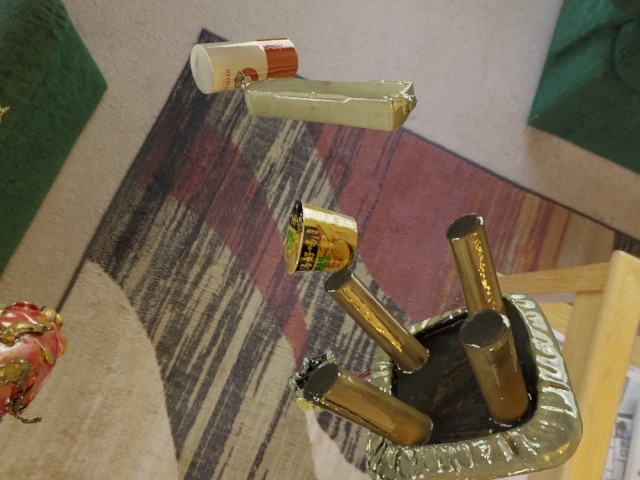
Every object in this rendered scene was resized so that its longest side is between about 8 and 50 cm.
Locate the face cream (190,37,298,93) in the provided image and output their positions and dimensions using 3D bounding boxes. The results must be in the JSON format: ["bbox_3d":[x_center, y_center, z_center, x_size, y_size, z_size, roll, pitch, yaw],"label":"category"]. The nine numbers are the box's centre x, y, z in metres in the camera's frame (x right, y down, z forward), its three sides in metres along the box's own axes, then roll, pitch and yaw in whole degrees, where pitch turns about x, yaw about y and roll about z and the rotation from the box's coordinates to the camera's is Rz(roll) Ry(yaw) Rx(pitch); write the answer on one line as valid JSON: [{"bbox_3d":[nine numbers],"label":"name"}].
[{"bbox_3d":[-0.159,-0.379,0.980,0.214,0.096,0.096,-22,85,-33],"label":"face cream"}]

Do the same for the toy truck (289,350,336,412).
[{"bbox_3d":[-0.003,0.364,1.145,0.085,0.191,0.116,-19,93,15],"label":"toy truck"}]

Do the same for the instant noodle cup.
[{"bbox_3d":[0.000,0.000,0.918,0.122,0.151,0.151,7,80,-12],"label":"instant noodle cup"}]

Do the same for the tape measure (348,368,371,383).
[{"bbox_3d":[0.108,0.349,1.031,0.118,0.074,0.125,-8,86,33],"label":"tape measure"}]

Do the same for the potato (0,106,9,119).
[{"bbox_3d":[-0.523,-0.216,0.554,0.169,0.143,0.248,-45,132,-27],"label":"potato"}]

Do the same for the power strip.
[{"bbox_3d":[0.001,-0.204,0.664,0.286,0.048,0.080,14,39,27],"label":"power strip"}]

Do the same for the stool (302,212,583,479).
[{"bbox_3d":[0.162,0.152,0.663,0.310,0.310,0.226,-25,114,23],"label":"stool"}]

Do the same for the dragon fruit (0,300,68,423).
[{"bbox_3d":[-0.732,0.266,1.064,0.269,0.291,0.250,-4,109,20],"label":"dragon fruit"}]
